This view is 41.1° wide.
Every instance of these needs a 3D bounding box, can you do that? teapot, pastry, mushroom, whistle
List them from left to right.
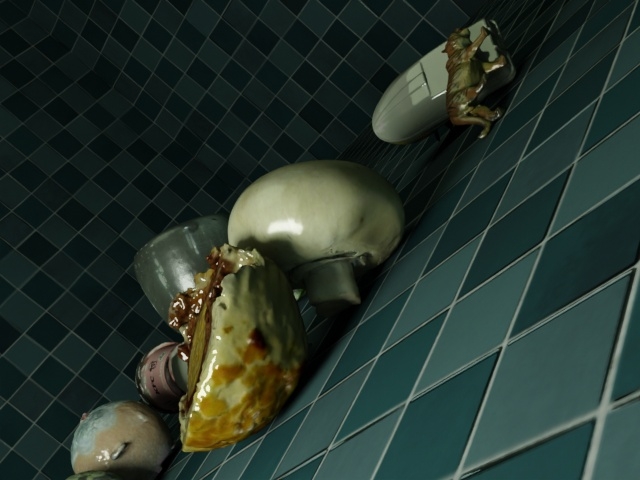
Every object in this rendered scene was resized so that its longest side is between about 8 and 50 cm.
[{"bbox_3d":[-0.371,0.392,1.603,0.189,0.189,0.348,-51,-5,-17],"label":"whistle"},{"bbox_3d":[-0.215,0.133,1.618,0.223,0.285,0.305,-16,-16,-31],"label":"teapot"},{"bbox_3d":[-0.095,0.146,1.080,0.256,0.170,0.237,130,144,-55],"label":"pastry"},{"bbox_3d":[0.000,0.000,1.166,0.246,0.203,0.246,-17,-17,-5],"label":"mushroom"}]

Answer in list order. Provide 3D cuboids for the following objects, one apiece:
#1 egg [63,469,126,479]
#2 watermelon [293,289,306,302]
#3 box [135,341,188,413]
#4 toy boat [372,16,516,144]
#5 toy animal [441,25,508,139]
[{"bbox_3d":[-0.376,0.444,1.375,0.181,0.141,0.141,-38,10,19],"label":"egg"},{"bbox_3d":[-0.039,0.075,1.638,0.119,0.063,0.245,-31,1,-1],"label":"watermelon"},{"bbox_3d":[-0.290,0.280,1.778,0.135,0.151,0.151,-24,24,53],"label":"box"},{"bbox_3d":[0.214,-0.258,1.472,0.269,0.141,0.141,-40,11,39],"label":"toy boat"},{"bbox_3d":[0.233,-0.243,1.306,0.099,0.056,0.241,-31,44,46],"label":"toy animal"}]
